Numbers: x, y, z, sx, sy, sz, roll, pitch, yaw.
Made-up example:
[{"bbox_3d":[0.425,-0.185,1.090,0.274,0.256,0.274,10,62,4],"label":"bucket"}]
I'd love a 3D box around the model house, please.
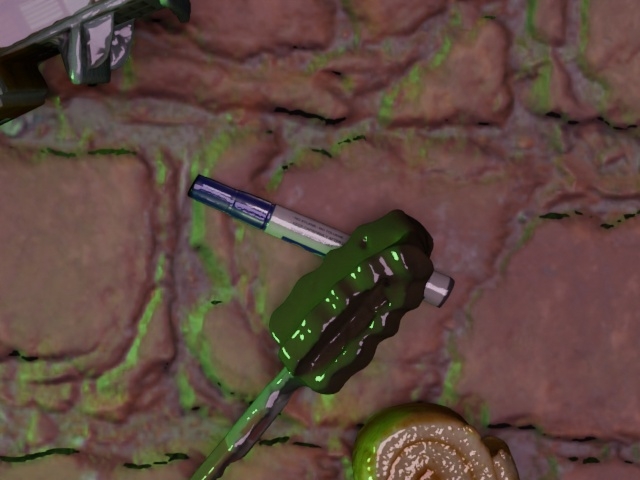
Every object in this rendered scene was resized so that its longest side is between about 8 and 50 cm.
[{"bbox_3d":[-0.189,-0.189,1.060,0.215,0.224,0.198,-24,94,2],"label":"model house"}]

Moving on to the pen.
[{"bbox_3d":[0.000,0.000,1.183,0.204,0.025,0.025,23,92,-5],"label":"pen"}]

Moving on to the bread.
[{"bbox_3d":[0.088,0.189,1.185,0.122,0.073,0.149,-12,97,-9],"label":"bread"}]

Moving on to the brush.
[{"bbox_3d":[-0.029,0.104,1.157,0.071,0.084,0.301,38,104,-11],"label":"brush"}]
